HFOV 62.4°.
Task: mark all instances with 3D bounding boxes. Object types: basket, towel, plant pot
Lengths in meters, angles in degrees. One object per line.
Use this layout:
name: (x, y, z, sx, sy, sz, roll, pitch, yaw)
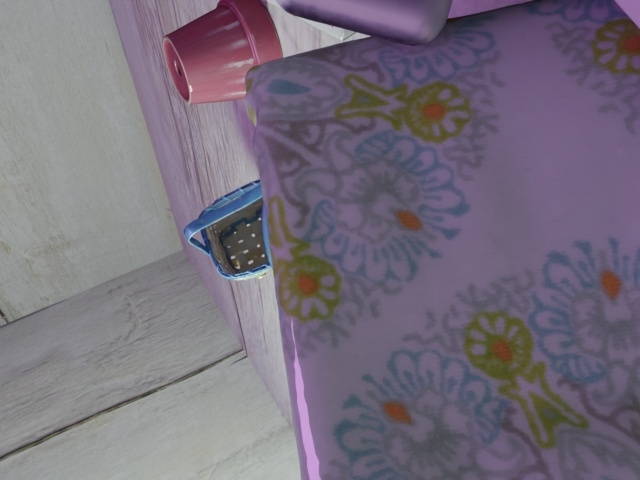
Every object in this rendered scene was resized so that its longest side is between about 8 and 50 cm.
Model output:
basket: (-0.143, -0.035, 1.160, 0.201, 0.254, 0.289, 61, 177, 21)
towel: (0.126, 0.019, 0.354, 0.090, 0.320, 0.375, 66, -165, -77)
plant pot: (-0.195, -0.351, 1.021, 0.201, 0.180, 0.201, 50, 155, 34)

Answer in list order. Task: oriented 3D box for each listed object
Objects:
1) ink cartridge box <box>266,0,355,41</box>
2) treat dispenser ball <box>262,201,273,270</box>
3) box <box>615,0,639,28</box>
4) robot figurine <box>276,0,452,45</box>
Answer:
ink cartridge box: (-0.011, -0.354, 0.668, 0.175, 0.072, 0.128, 36, 149, 22)
treat dispenser ball: (0.082, -0.025, 0.560, 0.288, 0.288, 0.288, 50, 154, 35)
box: (0.252, -0.166, 0.238, 0.182, 0.119, 0.181, 60, 158, 14)
robot figurine: (0.064, -0.309, 0.313, 0.300, 0.199, 0.354, 174, 111, -86)
